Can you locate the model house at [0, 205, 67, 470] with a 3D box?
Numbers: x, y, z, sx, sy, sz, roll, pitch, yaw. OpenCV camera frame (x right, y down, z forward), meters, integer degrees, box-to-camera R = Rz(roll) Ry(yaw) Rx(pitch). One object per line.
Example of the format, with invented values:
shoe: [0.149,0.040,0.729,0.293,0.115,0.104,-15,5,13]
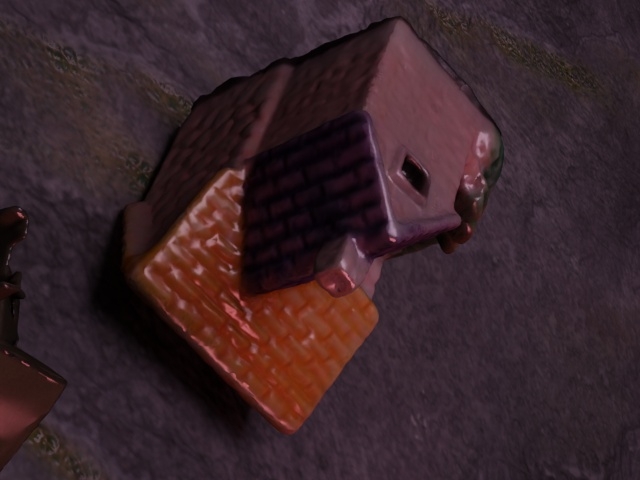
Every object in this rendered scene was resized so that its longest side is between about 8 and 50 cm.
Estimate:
model house: [-0.230,0.022,0.639,0.211,0.243,0.204,34,44,-38]

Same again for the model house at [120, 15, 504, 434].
model house: [0.000,0.000,0.992,0.202,0.237,0.237,53,39,-28]
